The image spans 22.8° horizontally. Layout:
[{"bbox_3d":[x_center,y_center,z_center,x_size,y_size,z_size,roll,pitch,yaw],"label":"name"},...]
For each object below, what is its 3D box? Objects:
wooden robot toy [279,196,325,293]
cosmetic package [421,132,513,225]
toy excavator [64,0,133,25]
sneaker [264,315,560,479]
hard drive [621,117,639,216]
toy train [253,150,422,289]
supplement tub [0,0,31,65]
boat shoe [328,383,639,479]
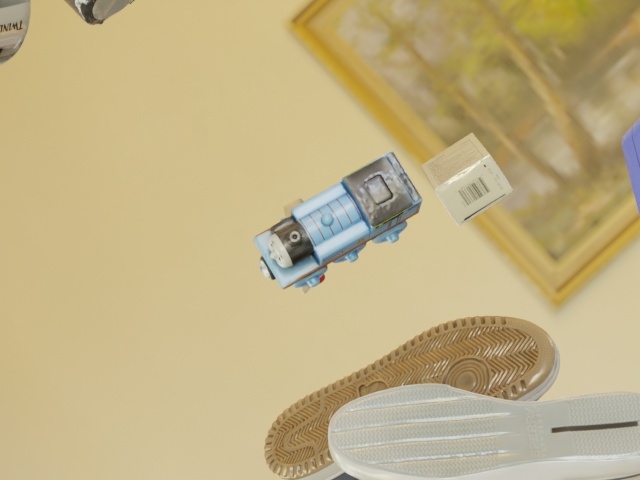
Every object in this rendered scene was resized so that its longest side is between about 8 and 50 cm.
[{"bbox_3d":[0.000,0.000,2.031,0.079,0.076,0.173,-31,28,15],"label":"wooden robot toy"},{"bbox_3d":[0.130,-0.056,1.416,0.060,0.041,0.115,-33,12,7],"label":"cosmetic package"},{"bbox_3d":[-0.153,-0.512,1.784,0.433,0.222,0.445,-35,-14,-30],"label":"toy excavator"},{"bbox_3d":[0.106,0.164,1.396,0.282,0.099,0.153,-25,-41,25],"label":"sneaker"},{"bbox_3d":[0.429,-0.093,1.716,0.040,0.210,0.318,-3,-23,-17],"label":"hard drive"},{"bbox_3d":[0.018,-0.018,1.639,0.184,0.080,0.105,-29,-13,-8],"label":"toy train"},{"bbox_3d":[-0.311,-0.165,1.143,0.117,0.117,0.190,-48,-13,34],"label":"supplement tub"},{"bbox_3d":[0.119,0.150,1.063,0.076,0.226,0.083,79,-164,-46],"label":"boat shoe"}]
